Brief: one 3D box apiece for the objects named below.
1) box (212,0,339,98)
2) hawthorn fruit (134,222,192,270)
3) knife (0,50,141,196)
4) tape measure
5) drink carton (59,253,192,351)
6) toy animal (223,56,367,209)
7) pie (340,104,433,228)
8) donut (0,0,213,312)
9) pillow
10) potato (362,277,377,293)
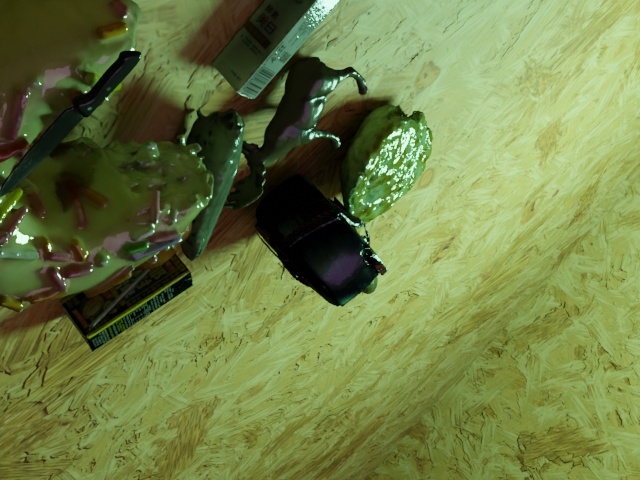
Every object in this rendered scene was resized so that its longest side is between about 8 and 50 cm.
[{"bbox_3d":[-0.031,-0.260,1.056,0.218,0.055,0.039,-48,158,14],"label":"box"},{"bbox_3d":[-0.220,-0.020,1.115,0.128,0.128,0.128,-34,156,-17],"label":"hawthorn fruit"},{"bbox_3d":[-0.206,-0.093,0.748,0.170,0.010,0.023,-44,148,12],"label":"knife"},{"bbox_3d":[0.000,0.000,1.383,0.135,0.202,0.223,-41,171,-2],"label":"tape measure"},{"bbox_3d":[-0.262,0.072,1.265,0.166,0.071,0.056,-35,159,-19],"label":"drink carton"},{"bbox_3d":[-0.052,-0.145,1.206,0.186,0.094,0.214,-19,141,-51],"label":"toy animal"},{"bbox_3d":[0.095,-0.120,1.468,0.201,0.090,0.248,-46,159,-16],"label":"pie"},{"bbox_3d":[-0.262,-0.076,0.868,0.307,0.150,0.371,-32,149,-12],"label":"donut"},{"bbox_3d":[-0.146,-0.081,1.147,0.051,0.093,0.241,-17,146,-36],"label":"pillow"},{"bbox_3d":[0.095,0.083,1.885,0.047,0.045,0.092,-9,161,17],"label":"potato"}]
